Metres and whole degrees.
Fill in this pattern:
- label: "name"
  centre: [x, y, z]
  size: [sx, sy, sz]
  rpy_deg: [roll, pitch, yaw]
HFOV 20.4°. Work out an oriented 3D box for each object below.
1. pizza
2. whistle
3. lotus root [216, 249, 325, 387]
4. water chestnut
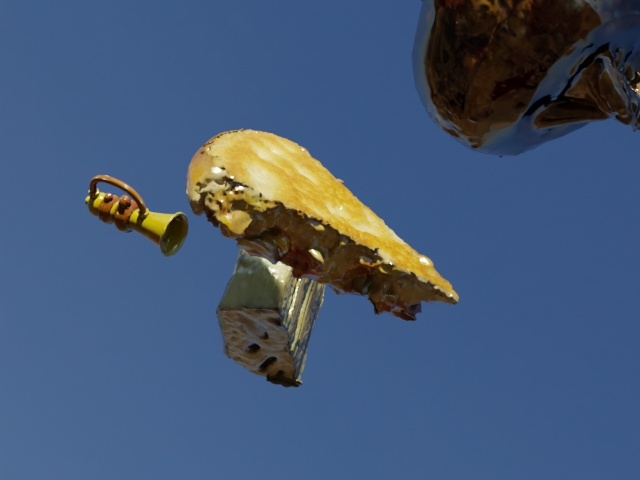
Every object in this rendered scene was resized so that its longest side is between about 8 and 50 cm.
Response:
- label: "pizza"
  centre: [0.000, 0.000, 1.180]
  size: [0.199, 0.188, 0.062]
  rpy_deg: [34, -72, 8]
- label: "whistle"
  centre: [-0.188, -0.026, 1.734]
  size: [0.109, 0.046, 0.057]
  rpy_deg: [23, -9, 19]
- label: "lotus root"
  centre: [-0.041, 0.035, 1.482]
  size: [0.070, 0.144, 0.143]
  rpy_deg: [8, -37, 12]
- label: "water chestnut"
  centre: [0.191, -0.169, 1.509]
  size: [0.238, 0.224, 0.223]
  rpy_deg: [56, -40, 23]
